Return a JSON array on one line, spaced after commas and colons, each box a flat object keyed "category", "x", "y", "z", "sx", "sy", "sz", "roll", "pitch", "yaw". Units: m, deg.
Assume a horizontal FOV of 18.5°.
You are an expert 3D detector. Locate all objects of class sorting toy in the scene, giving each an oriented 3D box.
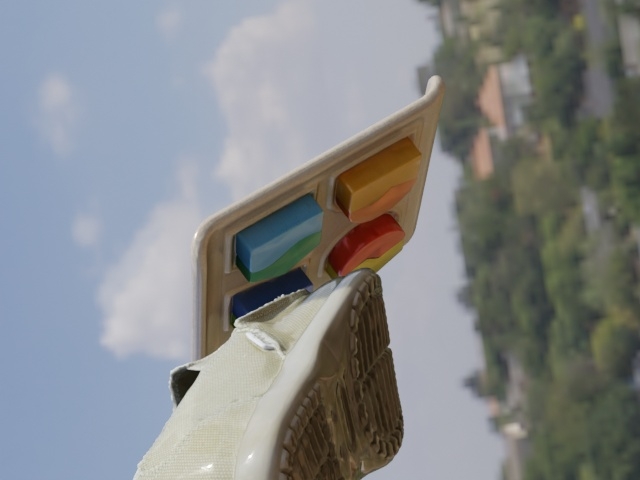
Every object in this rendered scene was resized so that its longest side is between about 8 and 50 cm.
[{"category": "sorting toy", "x": 0.000, "y": 0.000, "z": 1.292, "sx": 0.038, "sy": 0.208, "sz": 0.193, "roll": 48, "pitch": 159, "yaw": 20}]

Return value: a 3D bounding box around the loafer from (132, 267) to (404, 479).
[{"category": "loafer", "x": -0.022, "y": 0.079, "z": 0.935, "sx": 0.268, "sy": 0.092, "sz": 0.102, "roll": -43, "pitch": -54, "yaw": -72}]
